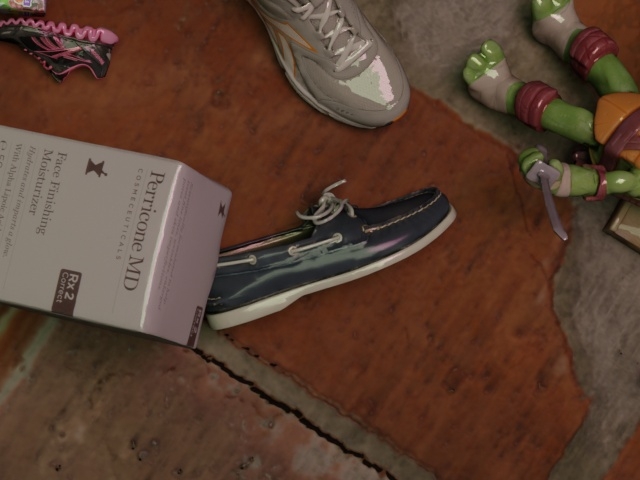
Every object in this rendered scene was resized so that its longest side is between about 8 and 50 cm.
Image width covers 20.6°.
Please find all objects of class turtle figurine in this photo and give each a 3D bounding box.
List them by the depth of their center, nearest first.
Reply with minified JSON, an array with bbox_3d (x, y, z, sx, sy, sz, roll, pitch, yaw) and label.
[{"bbox_3d":[0.252,-0.135,1.578,0.266,0.274,0.198,41,113,36],"label":"turtle figurine"}]

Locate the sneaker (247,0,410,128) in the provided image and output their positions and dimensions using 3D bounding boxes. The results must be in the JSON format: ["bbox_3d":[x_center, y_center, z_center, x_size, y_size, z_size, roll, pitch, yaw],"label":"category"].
[{"bbox_3d":[-0.011,-0.212,1.626,0.099,0.121,0.262,-41,93,-7],"label":"sneaker"}]

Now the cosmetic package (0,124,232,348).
[{"bbox_3d":[-0.196,-0.001,1.546,0.183,0.151,0.151,11,84,16],"label":"cosmetic package"}]

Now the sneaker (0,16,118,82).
[{"bbox_3d":[-0.249,-0.176,1.634,0.119,0.047,0.057,8,97,-6],"label":"sneaker"}]

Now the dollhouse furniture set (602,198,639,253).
[{"bbox_3d":[0.338,0.067,1.665,0.182,0.101,0.161,31,83,-5],"label":"dollhouse furniture set"}]

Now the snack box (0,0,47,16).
[{"bbox_3d":[-0.291,-0.277,1.586,0.100,0.037,0.141,4,89,-7],"label":"snack box"}]

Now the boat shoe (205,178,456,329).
[{"bbox_3d":[0.000,0.000,1.632,0.254,0.095,0.079,-22,101,0],"label":"boat shoe"}]
